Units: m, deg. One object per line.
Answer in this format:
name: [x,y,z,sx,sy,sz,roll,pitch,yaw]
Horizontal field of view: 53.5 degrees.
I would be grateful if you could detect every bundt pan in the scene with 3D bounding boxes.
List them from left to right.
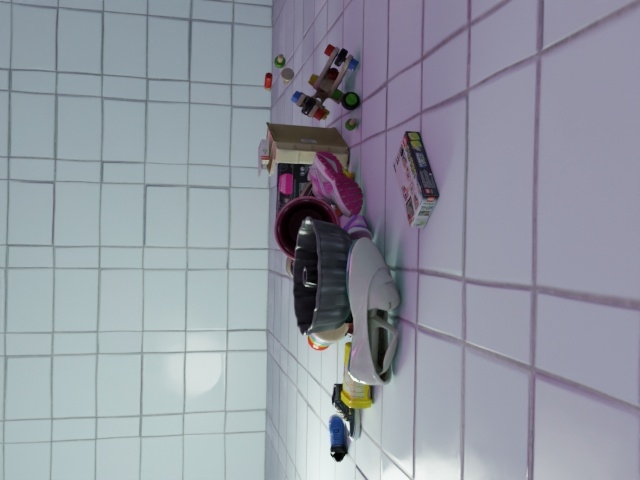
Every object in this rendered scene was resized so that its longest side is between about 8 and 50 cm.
bundt pan: [0.014,0.099,1.756,0.331,0.124,0.331,-178,90,-75]

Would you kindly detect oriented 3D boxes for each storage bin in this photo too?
storage bin: [-0.054,-0.307,2.200,0.260,0.262,0.123,-112,28,-60]

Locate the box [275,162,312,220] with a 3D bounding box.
box: [-0.096,-0.195,2.598,0.142,0.163,0.247,-169,81,-81]

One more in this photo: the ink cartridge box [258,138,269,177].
ink cartridge box: [-0.191,-0.275,2.140,0.063,0.029,0.115,129,141,-66]

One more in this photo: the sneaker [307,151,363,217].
sneaker: [0.042,-0.158,1.985,0.111,0.103,0.252,-56,51,37]

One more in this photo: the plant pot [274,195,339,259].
plant pot: [-0.043,-0.039,1.986,0.180,0.201,0.201,-112,24,-86]

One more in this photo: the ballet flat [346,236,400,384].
ballet flat: [0.146,0.190,1.626,0.139,0.139,0.400,-128,37,-70]

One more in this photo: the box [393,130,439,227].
box: [0.219,-0.143,1.480,0.114,0.036,0.207,107,160,-50]

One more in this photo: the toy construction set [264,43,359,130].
toy construction set: [-0.032,-0.494,2.088,0.237,0.308,0.258,149,130,-81]

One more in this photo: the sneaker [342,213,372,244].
sneaker: [0.092,0.008,1.931,0.236,0.095,0.105,115,159,-49]

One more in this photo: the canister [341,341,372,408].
canister: [0.108,0.390,1.854,0.126,0.073,0.170,-171,84,-77]

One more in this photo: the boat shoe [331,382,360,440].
boat shoe: [0.076,0.526,1.958,0.065,0.083,0.183,175,96,-77]

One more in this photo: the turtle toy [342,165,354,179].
turtle toy: [0.070,-0.177,2.065,0.095,0.066,0.130,15,105,43]

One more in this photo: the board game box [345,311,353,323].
board game box: [0.073,0.134,1.829,0.126,0.026,0.186,-153,67,-76]

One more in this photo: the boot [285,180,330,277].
boot: [0.000,0.000,2.190,0.284,0.138,0.378,41,117,60]

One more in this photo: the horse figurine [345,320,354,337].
horse figurine: [0.126,0.151,1.810,0.174,0.066,0.263,168,101,-72]

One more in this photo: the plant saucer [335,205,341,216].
plant saucer: [0.067,-0.124,2.208,0.083,0.013,0.084,-179,90,-78]

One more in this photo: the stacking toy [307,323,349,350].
stacking toy: [0.011,0.309,2.193,0.330,0.141,0.141,111,157,-70]

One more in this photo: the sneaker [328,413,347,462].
sneaker: [0.056,0.654,2.085,0.084,0.058,0.152,-111,21,-73]
